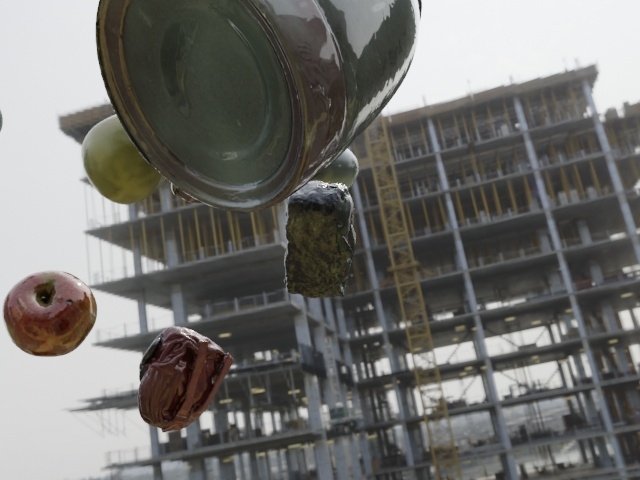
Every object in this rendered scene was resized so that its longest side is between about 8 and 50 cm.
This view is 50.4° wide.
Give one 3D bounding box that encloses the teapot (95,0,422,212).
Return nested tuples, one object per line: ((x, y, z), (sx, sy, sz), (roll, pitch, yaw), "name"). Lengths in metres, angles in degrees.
((-0.031, -0.170, 0.690), (0.312, 0.233, 0.315), (-40, -16, -42), "teapot")

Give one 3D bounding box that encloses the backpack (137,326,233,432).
((-0.298, 0.301, 1.446), (0.138, 0.229, 0.229), (17, -7, 22), "backpack")

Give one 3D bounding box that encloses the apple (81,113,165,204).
((-0.541, -0.232, 1.926), (0.262, 0.263, 0.262), (-9, -17, -3), "apple")

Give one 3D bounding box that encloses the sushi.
((0.000, 0.000, 1.223), (0.127, 0.124, 0.225), (5, -57, 5), "sushi")

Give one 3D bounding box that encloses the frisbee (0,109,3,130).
((-0.636, -0.225, 1.242), (0.014, 0.110, 0.110), (7, -2, 42), "frisbee")

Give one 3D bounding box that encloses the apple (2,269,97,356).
((-0.440, 0.121, 1.115), (0.146, 0.146, 0.131), (-5, -38, -16), "apple")

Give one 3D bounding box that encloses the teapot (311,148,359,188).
((-0.013, -0.090, 1.503), (0.183, 0.251, 0.183), (5, 11, -1), "teapot")
